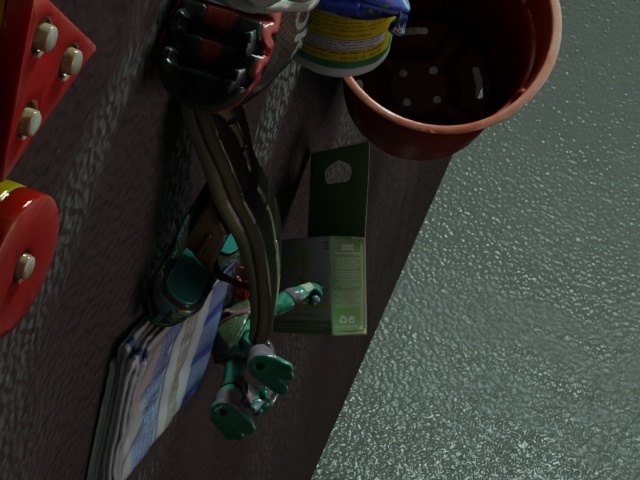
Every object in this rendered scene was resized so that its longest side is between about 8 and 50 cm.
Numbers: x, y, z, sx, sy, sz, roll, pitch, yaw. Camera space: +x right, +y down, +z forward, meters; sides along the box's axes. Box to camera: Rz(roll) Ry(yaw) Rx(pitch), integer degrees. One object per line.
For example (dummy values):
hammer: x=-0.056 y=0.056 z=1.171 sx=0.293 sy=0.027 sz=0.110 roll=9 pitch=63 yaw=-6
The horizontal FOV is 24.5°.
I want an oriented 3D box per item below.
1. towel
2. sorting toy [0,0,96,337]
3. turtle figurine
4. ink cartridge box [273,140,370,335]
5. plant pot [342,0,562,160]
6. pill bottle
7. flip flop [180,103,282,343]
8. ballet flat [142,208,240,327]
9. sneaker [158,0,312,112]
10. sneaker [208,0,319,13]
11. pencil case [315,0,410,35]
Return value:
towel: x=-0.161 y=0.139 z=1.522 sx=0.285 sy=0.034 sz=0.209 roll=-51 pitch=160 yaw=-62
sorting toy: x=-0.206 y=-0.036 z=0.768 sx=0.255 sy=0.089 sz=0.257 roll=-50 pitch=157 yaw=-63
turtle figurine: x=-0.075 y=0.127 z=1.715 sx=0.234 sy=0.118 sz=0.175 roll=-84 pitch=-167 yaw=-67
ink cartridge box: x=0.000 y=0.000 z=1.831 sx=0.171 sy=0.056 sz=0.235 roll=-4 pitch=-94 yaw=64
plant pot: x=0.136 y=-0.227 z=1.814 sx=0.265 sy=0.272 sz=0.272 roll=102 pitch=10 yaw=-79
pill bottle: x=0.027 y=-0.276 z=1.469 sx=0.208 sy=0.118 sz=0.117 roll=99 pitch=15 yaw=-45
flip flop: x=-0.092 y=-0.027 z=1.359 sx=0.112 sy=0.080 sz=0.277 roll=-84 pitch=161 yaw=-53
ballet flat: x=-0.124 y=0.019 z=1.446 sx=0.188 sy=0.070 sz=0.070 roll=-54 pitch=162 yaw=-51
sneaker: x=-0.046 y=-0.230 z=1.228 sx=0.135 sy=0.098 sz=0.276 roll=27 pitch=85 yaw=-80
sneaker: x=-0.063 y=-0.232 z=0.977 sx=0.305 sy=0.152 sz=0.114 roll=44 pitch=68 yaw=-78
pencil case: x=0.039 y=-0.339 z=1.291 sx=0.133 sy=0.119 sz=0.306 roll=-91 pitch=-171 yaw=-77
